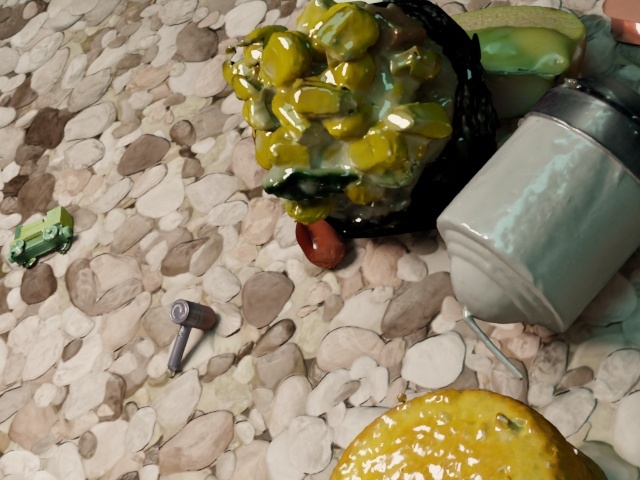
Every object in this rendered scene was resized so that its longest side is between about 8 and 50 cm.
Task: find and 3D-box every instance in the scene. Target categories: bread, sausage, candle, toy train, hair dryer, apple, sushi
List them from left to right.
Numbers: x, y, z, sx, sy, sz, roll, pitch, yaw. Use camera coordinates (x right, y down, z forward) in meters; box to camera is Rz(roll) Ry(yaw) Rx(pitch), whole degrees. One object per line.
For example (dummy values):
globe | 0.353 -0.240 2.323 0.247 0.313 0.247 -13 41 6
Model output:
toy train | -0.458 -0.005 2.205 0.122 0.050 0.081 -22 42 15
hair dryer | -0.194 0.144 1.926 0.037 0.063 0.114 17 87 39
sausage | 0.000 0.000 1.914 0.054 0.059 0.094 0 38 -25
sushi | 0.045 -0.155 1.776 0.328 0.285 0.329 -7 95 24
bread | 0.173 0.263 1.493 0.340 0.194 0.179 0 57 37
apple | 0.269 -0.258 1.921 0.265 0.120 0.193 9 43 35
candle | 0.275 -0.023 1.649 0.342 0.221 0.221 -46 45 -9

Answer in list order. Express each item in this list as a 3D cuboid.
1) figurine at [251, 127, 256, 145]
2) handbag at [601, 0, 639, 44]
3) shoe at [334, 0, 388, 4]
figurine | 0.010 -0.192 2.022 0.240 0.116 0.175 -21 65 9
handbag | 0.515 -0.336 1.872 0.212 0.059 0.157 19 67 38
shoe | 0.077 -0.394 2.172 0.110 0.095 0.265 -16 53 13
